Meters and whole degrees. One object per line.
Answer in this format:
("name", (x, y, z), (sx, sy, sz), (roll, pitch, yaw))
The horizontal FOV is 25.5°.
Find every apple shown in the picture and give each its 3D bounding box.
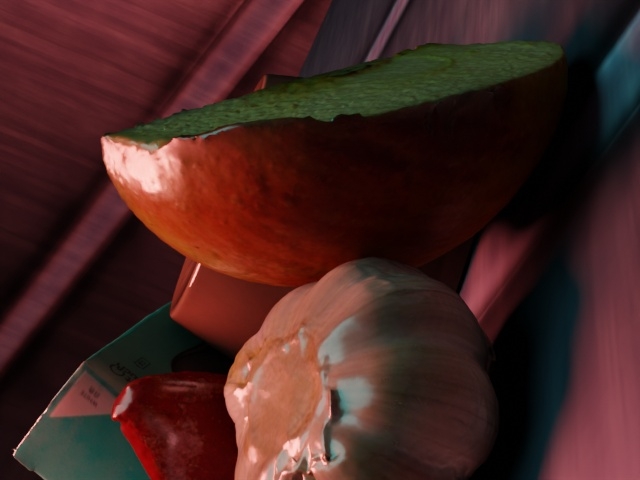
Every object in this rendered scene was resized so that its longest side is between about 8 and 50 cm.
("apple", (0.029, -0.062, 1.048), (0.179, 0.346, 0.254), (59, 149, 28))

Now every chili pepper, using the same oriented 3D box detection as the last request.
("chili pepper", (-0.052, 0.172, 1.105), (0.144, 0.252, 0.136), (-53, 35, 37))

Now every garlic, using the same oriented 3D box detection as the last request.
("garlic", (0.033, 0.120, 0.971), (0.228, 0.152, 0.228), (-32, 43, 35))

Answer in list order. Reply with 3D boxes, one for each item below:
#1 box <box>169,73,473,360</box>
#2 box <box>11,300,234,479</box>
("box", (0.000, 0.000, 1.297), (0.301, 0.216, 0.301), (-161, 90, -82))
("box", (-0.114, 0.170, 1.315), (0.118, 0.205, 0.311), (-55, -6, 20))
